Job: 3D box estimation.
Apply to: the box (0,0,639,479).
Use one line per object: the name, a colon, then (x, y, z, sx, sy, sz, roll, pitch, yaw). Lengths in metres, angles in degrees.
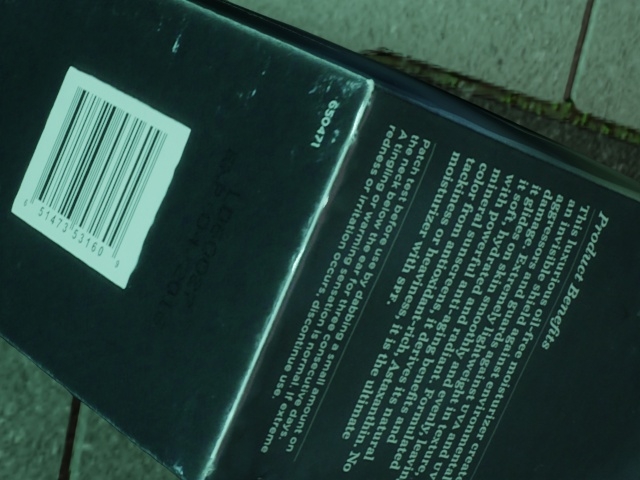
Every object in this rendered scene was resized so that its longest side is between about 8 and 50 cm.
box: (0.000, 0.000, 0.842, 0.294, 0.296, 0.182, 19, 97, -44)
